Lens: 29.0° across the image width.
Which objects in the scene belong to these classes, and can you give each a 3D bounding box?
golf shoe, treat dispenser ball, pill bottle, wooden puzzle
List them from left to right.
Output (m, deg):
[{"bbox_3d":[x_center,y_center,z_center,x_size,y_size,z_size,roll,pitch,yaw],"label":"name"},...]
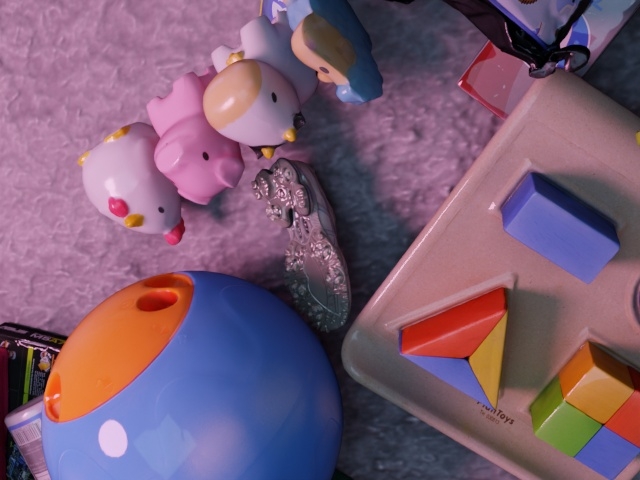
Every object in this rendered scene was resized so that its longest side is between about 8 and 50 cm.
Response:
[{"bbox_3d":[-0.268,0.229,1.305,0.078,0.078,0.137,-25,96,19],"label":"pill bottle"},{"bbox_3d":[-0.122,0.172,1.188,0.288,0.288,0.288,3,102,15],"label":"treat dispenser ball"},{"bbox_3d":[0.000,0.000,1.224,0.069,0.086,0.176,-18,89,30],"label":"golf shoe"},{"bbox_3d":[0.237,0.068,1.131,0.322,0.080,0.348,32,109,-9],"label":"wooden puzzle"}]

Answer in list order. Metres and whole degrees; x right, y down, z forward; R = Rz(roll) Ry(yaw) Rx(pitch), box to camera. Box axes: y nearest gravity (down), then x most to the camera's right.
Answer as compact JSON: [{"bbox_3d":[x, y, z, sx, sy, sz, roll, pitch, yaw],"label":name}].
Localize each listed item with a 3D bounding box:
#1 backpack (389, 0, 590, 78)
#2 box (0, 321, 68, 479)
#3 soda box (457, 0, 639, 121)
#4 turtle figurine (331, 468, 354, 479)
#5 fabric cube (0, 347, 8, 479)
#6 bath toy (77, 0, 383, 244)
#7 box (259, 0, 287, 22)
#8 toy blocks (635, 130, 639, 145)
[{"bbox_3d":[0.098,-0.289,1.004,0.276,0.263,0.213,39,106,49],"label":"backpack"},{"bbox_3d":[-0.286,0.203,1.370,0.184,0.045,0.191,12,105,16],"label":"box"},{"bbox_3d":[0.239,-0.222,1.117,0.092,0.083,0.263,39,108,3],"label":"soda box"},{"bbox_3d":[-0.032,0.359,1.296,0.234,0.118,0.175,-57,42,16],"label":"turtle figurine"},{"bbox_3d":[-0.503,0.247,1.292,0.254,0.258,0.259,6,102,19],"label":"fabric cube"},{"bbox_3d":[-0.097,-0.101,1.171,0.348,0.151,0.129,-32,92,36],"label":"bath toy"},{"bbox_3d":[-0.019,-0.268,1.196,0.059,0.054,0.169,11,104,14],"label":"box"},{"bbox_3d":[0.405,-0.237,0.989,0.381,0.191,0.261,-12,93,-10],"label":"toy blocks"}]
